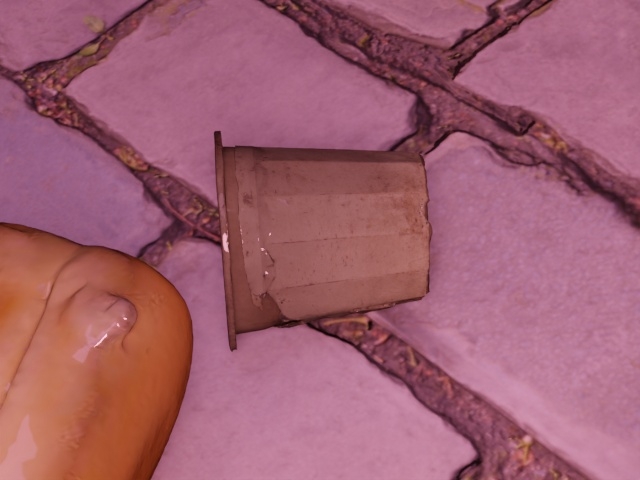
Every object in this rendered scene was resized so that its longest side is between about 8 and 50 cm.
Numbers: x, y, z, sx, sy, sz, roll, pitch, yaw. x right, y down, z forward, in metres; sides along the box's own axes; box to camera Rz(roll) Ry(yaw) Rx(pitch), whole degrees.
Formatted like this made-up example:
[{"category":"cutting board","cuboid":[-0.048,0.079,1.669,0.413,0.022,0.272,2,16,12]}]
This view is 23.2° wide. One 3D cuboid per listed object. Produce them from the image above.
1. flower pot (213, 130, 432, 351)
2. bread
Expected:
[{"category":"flower pot","cuboid":[0.000,0.000,1.499,0.202,0.212,0.212,-1,49,-4]},{"category":"bread","cuboid":[-0.298,0.194,1.351,0.348,0.253,0.376,2,49,23]}]
